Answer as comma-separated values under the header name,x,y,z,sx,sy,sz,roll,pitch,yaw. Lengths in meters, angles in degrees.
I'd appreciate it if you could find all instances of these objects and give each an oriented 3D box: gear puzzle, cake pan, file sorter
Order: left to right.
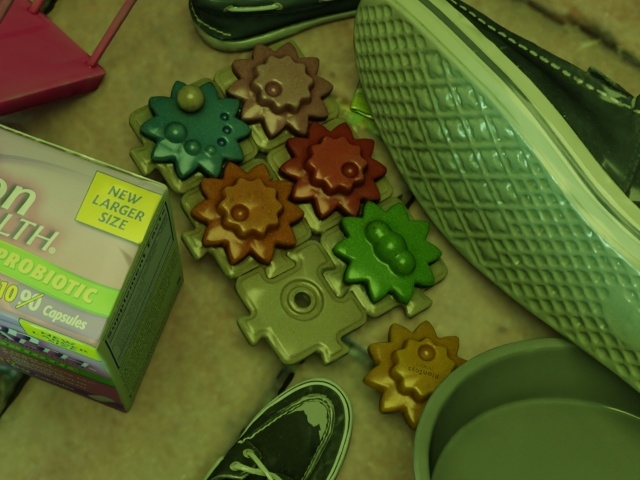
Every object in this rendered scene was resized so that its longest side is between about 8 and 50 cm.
name,x,y,z,sx,sy,sz,roll,pitch,yaw
file sorter,-0.279,-0.256,1.172,0.291,0.202,0.182,42,117,10
gear puzzle,0.000,0.000,1.206,0.175,0.044,0.339,-28,76,-23
cake pan,0.202,0.189,1.103,0.293,0.054,0.293,9,40,-8

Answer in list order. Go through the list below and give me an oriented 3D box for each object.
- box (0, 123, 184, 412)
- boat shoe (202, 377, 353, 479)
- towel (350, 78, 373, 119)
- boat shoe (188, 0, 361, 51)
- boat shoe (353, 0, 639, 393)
name,x,y,z,sx,sy,sz,roll,pitch,yaw
box,-0.219,0.013,1.109,0.214,0.243,0.117,21,74,3
boat shoe,-0.049,0.189,1.152,0.078,0.070,0.219,35,75,8
towel,0.063,-0.133,1.282,0.060,0.009,0.083,20,74,3
boat shoe,0.012,-0.233,1.274,0.255,0.079,0.095,-19,75,-7
boat shoe,0.223,-0.027,1.165,0.500,0.186,0.156,42,59,19
